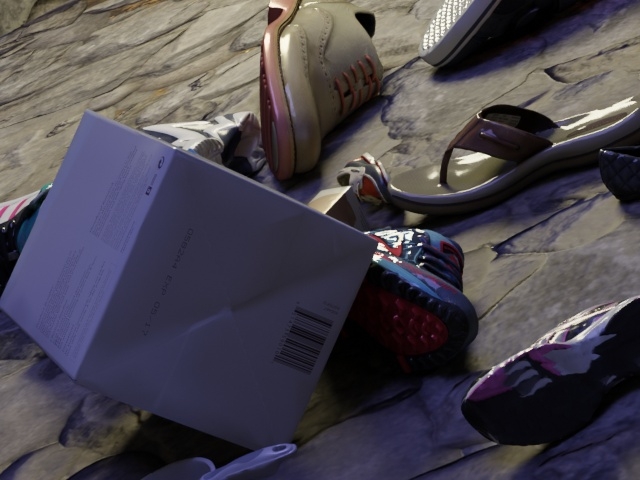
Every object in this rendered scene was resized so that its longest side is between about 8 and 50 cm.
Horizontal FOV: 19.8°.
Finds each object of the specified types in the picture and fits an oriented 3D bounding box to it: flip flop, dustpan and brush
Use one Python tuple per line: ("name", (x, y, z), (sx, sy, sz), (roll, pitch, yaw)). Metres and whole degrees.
("flip flop", (0.194, -0.099, 1.790), (0.277, 0.080, 0.112), (-19, 20, 14))
("dustpan and brush", (-0.102, 0.201, 1.398), (0.211, 0.060, 0.147), (-16, 21, 23))

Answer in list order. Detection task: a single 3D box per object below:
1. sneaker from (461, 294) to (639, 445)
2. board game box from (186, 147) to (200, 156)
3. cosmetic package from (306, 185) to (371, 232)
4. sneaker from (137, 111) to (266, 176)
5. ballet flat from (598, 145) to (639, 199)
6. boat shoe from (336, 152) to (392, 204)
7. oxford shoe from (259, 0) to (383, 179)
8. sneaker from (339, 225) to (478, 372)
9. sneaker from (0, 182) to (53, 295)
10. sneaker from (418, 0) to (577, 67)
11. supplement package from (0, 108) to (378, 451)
("sneaker", (0.180, 0.097, 1.355), (0.178, 0.072, 0.077), (-22, 6, -18))
("board game box", (-0.209, 0.012, 1.891), (0.211, 0.039, 0.160), (-47, 3, 44))
("cosmetic package", (0.000, 0.000, 1.795), (0.041, 0.060, 0.115), (-9, 26, 36))
("sneaker", (-0.173, -0.081, 2.131), (0.153, 0.094, 0.235), (-10, 23, 24))
("ballet flat", (0.333, -0.083, 1.634), (0.173, 0.049, 0.057), (-20, 21, 13))
("boat shoe", (0.050, -0.059, 1.903), (0.043, 0.049, 0.137), (-29, 18, -4))
("oxford shoe", (0.003, -0.201, 2.198), (0.146, 0.140, 0.397), (2, 35, 1))
("sneaker", (0.075, 0.029, 1.573), (0.125, 0.104, 0.262), (-29, 20, -18))
("sneaker", (-0.339, 0.014, 2.074), (0.295, 0.124, 0.178), (-27, 10, -11))
("sneaker", (0.258, -0.319, 2.242), (0.321, 0.127, 0.126), (-52, 17, -3))
("supplement package", (-0.119, 0.030, 1.545), (0.199, 0.198, 0.262), (-66, 25, 1))
